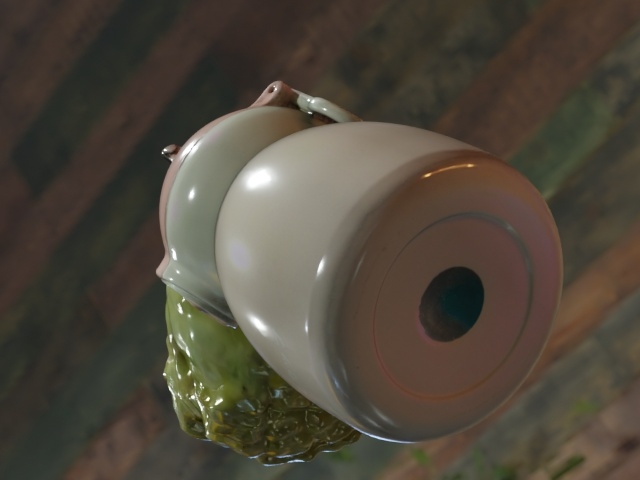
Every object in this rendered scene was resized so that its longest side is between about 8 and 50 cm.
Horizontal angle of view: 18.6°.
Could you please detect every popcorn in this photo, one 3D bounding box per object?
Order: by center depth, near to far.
[{"bbox_3d":[-0.012,0.043,1.538,0.225,0.174,0.286,-18,-50,-25],"label":"popcorn"}]

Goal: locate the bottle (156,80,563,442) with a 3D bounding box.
[{"bbox_3d":[0.000,0.000,1.013,0.148,0.236,0.147,-12,-68,-31],"label":"bottle"}]
